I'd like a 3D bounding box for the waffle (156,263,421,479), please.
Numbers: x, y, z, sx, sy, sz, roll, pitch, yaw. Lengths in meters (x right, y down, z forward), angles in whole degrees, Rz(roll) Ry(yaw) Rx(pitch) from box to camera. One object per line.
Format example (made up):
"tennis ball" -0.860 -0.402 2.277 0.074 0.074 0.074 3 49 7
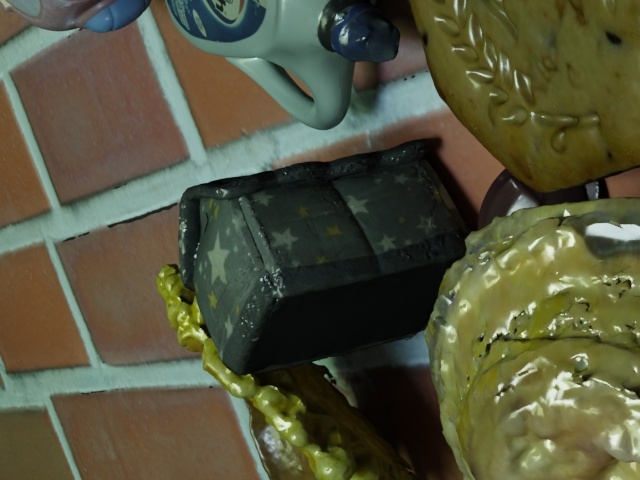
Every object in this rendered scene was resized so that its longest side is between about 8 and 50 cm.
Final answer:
"waffle" -0.026 0.141 1.626 0.307 0.060 0.312 45 -178 24

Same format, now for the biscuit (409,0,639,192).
"biscuit" 0.143 -0.200 1.203 0.359 0.046 0.359 46 144 48

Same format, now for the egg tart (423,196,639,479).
"egg tart" 0.211 0.129 1.147 0.352 0.150 0.352 18 131 23

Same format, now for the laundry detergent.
"laundry detergent" -0.029 -0.204 1.486 0.280 0.105 0.214 40 142 40

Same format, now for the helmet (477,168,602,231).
"helmet" 0.160 -0.015 1.322 0.098 0.070 0.123 45 147 37

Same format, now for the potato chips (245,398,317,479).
"potato chips" -0.010 0.223 1.837 0.202 0.049 0.150 33 134 51

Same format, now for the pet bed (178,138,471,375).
"pet bed" 0.000 0.000 1.474 0.183 0.211 0.159 115 137 -57

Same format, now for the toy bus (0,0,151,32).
"toy bus" -0.243 -0.325 1.703 0.232 0.197 0.294 51 149 9
